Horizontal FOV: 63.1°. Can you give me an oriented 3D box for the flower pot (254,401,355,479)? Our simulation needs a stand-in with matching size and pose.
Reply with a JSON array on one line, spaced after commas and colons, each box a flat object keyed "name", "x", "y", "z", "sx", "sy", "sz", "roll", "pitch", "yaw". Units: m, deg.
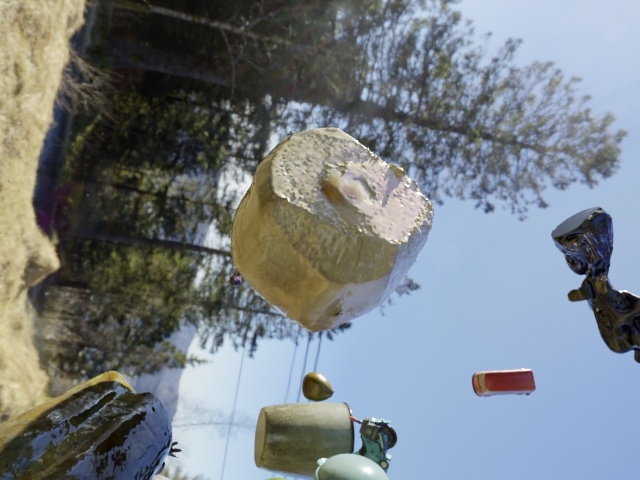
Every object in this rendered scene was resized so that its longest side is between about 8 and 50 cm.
[{"name": "flower pot", "x": -0.067, "y": 0.736, "z": 1.942, "sx": 0.293, "sy": 0.330, "sz": 0.293, "roll": -168, "pitch": -90, "yaw": -76}]

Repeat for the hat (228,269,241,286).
[{"name": "hat", "x": -0.237, "y": 0.055, "z": 1.616, "sx": 0.227, "sy": 0.129, "sz": 0.140, "roll": -73, "pitch": 154, "yaw": -54}]

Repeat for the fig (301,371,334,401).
[{"name": "fig", "x": -0.005, "y": 0.380, "z": 1.343, "sx": 0.074, "sy": 0.088, "sz": 0.074, "roll": -47, "pitch": 147, "yaw": -45}]

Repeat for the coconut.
[{"name": "coconut", "x": 0.000, "y": 0.000, "z": 1.101, "sx": 0.404, "sy": 0.405, "sz": 0.404, "roll": -169, "pitch": -90, "yaw": -79}]

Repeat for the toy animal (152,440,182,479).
[{"name": "toy animal", "x": -0.413, "y": 0.640, "z": 1.329, "sx": 0.324, "sy": 0.195, "sz": 0.090, "roll": 24, "pitch": -43, "yaw": 54}]

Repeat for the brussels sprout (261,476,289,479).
[{"name": "brussels sprout", "x": -0.112, "y": 0.833, "z": 1.373, "sx": 0.276, "sy": 0.371, "sz": 0.315, "roll": -45, "pitch": 178, "yaw": 17}]

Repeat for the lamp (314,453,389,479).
[{"name": "lamp", "x": 0.087, "y": 0.659, "z": 1.363, "sx": 0.284, "sy": 0.210, "sz": 0.147, "roll": -88, "pitch": -172, "yaw": -71}]

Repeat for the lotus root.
[{"name": "lotus root", "x": -0.407, "y": 0.368, "z": 0.816, "sx": 0.346, "sy": 0.251, "sz": 0.250, "roll": -23, "pitch": 126, "yaw": -76}]

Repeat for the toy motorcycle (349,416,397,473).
[{"name": "toy motorcycle", "x": 0.144, "y": 0.709, "z": 1.721, "sx": 0.123, "sy": 0.182, "sz": 0.272, "roll": 24, "pitch": 83, "yaw": -71}]

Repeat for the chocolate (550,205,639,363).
[{"name": "chocolate", "x": 0.596, "y": 0.106, "z": 1.096, "sx": 0.343, "sy": 0.148, "sz": 0.126, "roll": 64, "pitch": 1, "yaw": -3}]

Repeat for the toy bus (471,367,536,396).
[{"name": "toy bus", "x": 0.537, "y": 0.414, "z": 1.525, "sx": 0.077, "sy": 0.174, "sz": 0.079, "roll": 101, "pitch": -13, "yaw": -69}]
